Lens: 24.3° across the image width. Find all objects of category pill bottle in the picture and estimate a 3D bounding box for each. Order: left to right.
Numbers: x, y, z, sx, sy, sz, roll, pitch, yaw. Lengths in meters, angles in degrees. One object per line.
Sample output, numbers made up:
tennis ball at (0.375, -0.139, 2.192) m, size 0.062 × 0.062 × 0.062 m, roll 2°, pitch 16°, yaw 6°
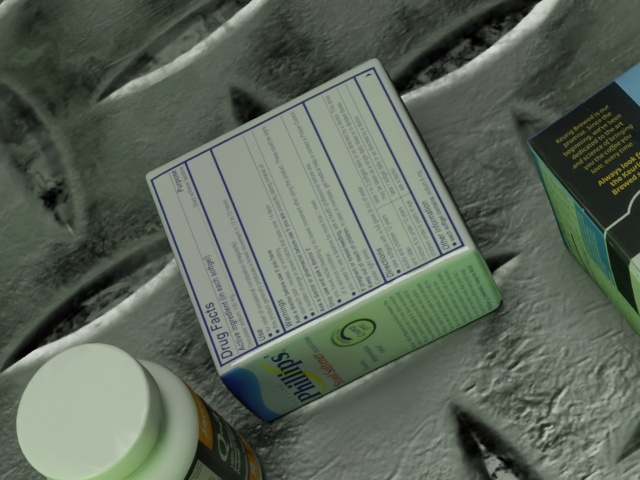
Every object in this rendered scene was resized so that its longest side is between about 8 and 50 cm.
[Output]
pill bottle at (-0.171, 0.210, 1.440) m, size 0.162 × 0.278 × 0.162 m, roll -8°, pitch 62°, yaw 15°

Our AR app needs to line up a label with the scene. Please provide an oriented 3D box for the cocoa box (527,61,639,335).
cocoa box at (0.410, -0.065, 1.405) m, size 0.347 × 0.231 × 0.228 m, roll -35°, pitch 57°, yaw 0°

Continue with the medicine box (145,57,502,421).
medicine box at (0.000, 0.000, 1.565) m, size 0.289 × 0.149 × 0.264 m, roll -27°, pitch 58°, yaw 5°
